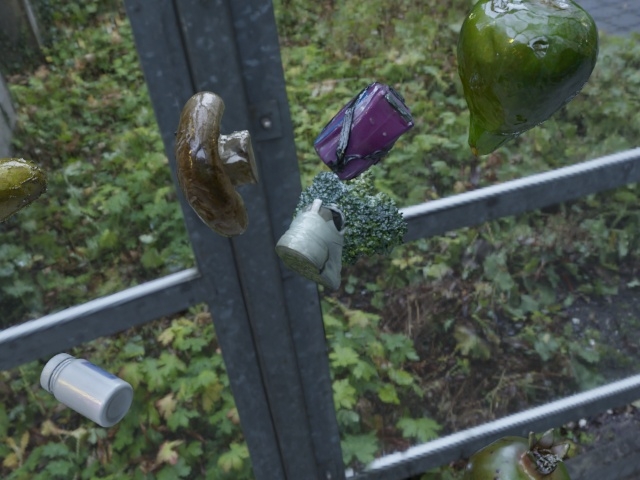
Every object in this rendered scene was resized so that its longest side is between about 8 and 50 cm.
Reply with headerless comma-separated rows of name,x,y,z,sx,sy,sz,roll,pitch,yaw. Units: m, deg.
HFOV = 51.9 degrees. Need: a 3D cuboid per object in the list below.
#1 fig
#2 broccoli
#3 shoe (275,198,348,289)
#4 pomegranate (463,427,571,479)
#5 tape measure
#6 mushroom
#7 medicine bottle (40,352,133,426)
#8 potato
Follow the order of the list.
fig,0.296,-0.237,1.006,0.206,0.275,0.206,5,43,-5
broccoli,0.098,-0.083,1.834,0.301,0.249,0.375,-20,20,-35
shoe,0.000,0.000,1.399,0.124,0.316,0.159,21,81,12
pomegranate,0.537,0.639,1.693,0.290,0.323,0.291,13,58,-21
tape measure,0.099,-0.240,1.480,0.231,0.149,0.245,-43,12,23
mushroom,-0.200,-0.129,1.220,0.155,0.286,0.151,-12,15,1
medicine bottle,-0.510,0.322,1.434,0.186,0.103,0.103,21,44,22
potato,-0.785,-0.110,1.522,0.300,0.173,0.140,-21,77,-37
